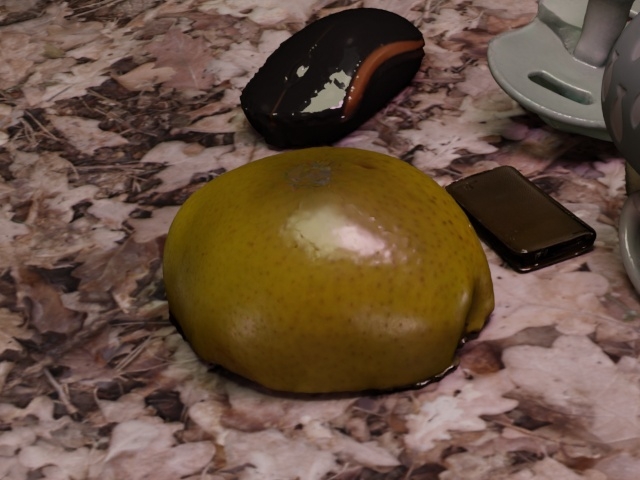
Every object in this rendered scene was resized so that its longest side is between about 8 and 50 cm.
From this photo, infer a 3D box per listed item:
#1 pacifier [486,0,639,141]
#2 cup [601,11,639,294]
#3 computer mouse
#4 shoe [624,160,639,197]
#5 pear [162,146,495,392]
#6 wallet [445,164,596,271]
[{"bbox_3d":[0.385,-0.275,2.224,0.288,0.269,0.343,27,46,17],"label":"pacifier"},{"bbox_3d":[0.437,-0.093,1.865,0.259,0.356,0.274,15,25,-33],"label":"cup"},{"bbox_3d":[0.019,-0.242,2.376,0.183,0.116,0.323,9,35,33],"label":"computer mouse"},{"bbox_3d":[0.520,-0.132,2.082,0.211,0.132,0.342,18,36,38],"label":"shoe"},{"bbox_3d":[0.000,0.000,1.913,0.387,0.191,0.340,12,36,26],"label":"pear"},{"bbox_3d":[0.237,-0.030,2.069,0.110,0.031,0.198,-18,33,-17],"label":"wallet"}]
